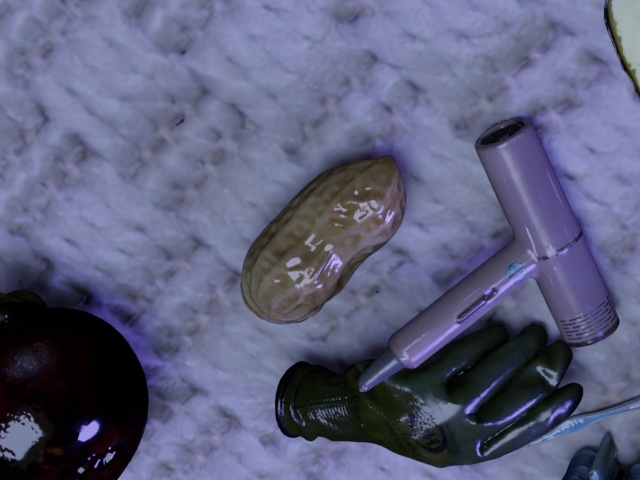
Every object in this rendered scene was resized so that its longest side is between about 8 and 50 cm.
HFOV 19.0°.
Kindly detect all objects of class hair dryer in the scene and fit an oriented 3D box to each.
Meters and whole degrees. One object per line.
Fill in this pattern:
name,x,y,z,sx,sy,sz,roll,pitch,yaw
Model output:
hair dryer,0.110,0.030,1.559,0.220,0.053,0.195,-25,108,0

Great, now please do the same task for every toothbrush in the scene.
toothbrush,0.222,0.161,1.659,0.162,0.017,0.014,-21,110,26

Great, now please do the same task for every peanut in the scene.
peanut,0.000,0.000,1.597,0.083,0.093,0.194,47,123,6

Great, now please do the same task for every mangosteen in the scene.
mangosteen,-0.253,0.147,1.699,0.210,0.210,0.210,7,119,13

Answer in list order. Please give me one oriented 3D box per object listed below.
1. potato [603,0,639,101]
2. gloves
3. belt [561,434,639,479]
potato,0.328,-0.113,1.426,0.160,0.111,0.272,-31,98,14
gloves,0.093,0.140,1.642,0.268,0.107,0.135,-10,145,19
belt,0.278,0.314,1.694,0.087,0.072,0.302,-2,118,28
